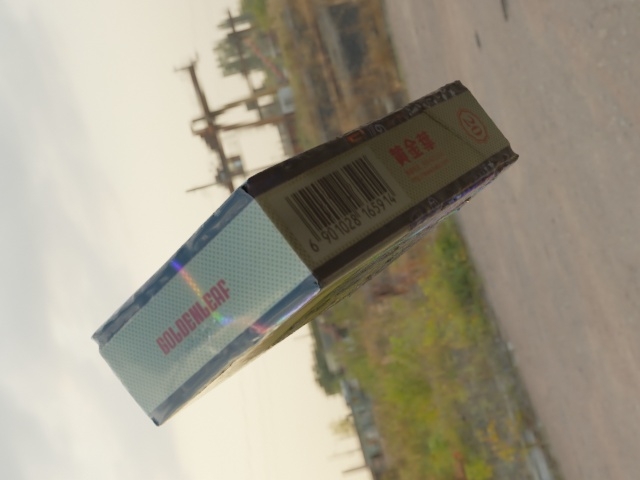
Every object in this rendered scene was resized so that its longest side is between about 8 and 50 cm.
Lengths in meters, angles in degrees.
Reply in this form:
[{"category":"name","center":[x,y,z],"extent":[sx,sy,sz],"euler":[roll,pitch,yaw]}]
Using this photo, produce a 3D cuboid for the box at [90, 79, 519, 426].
[{"category":"box","center":[0.000,0.000,0.835],"extent":[0.084,0.198,0.310],"euler":[52,-143,5]}]
